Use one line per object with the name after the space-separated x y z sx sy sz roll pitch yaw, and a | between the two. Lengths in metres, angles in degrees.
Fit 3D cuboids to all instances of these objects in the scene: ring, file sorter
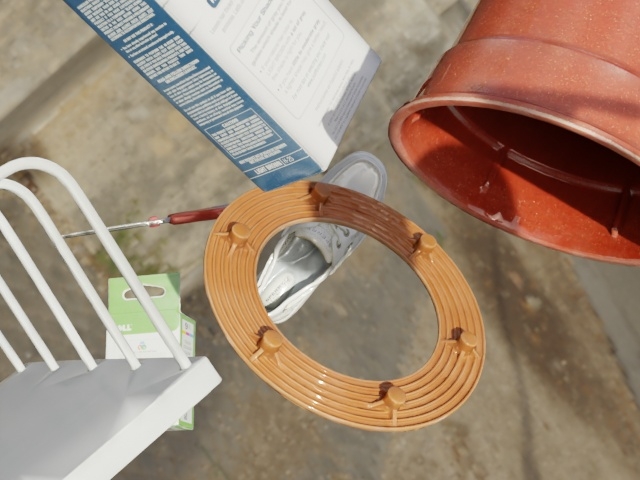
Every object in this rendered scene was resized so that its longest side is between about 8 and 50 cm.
0.036 0.056 1.227 0.337 0.032 0.336 16 45 -17 | ring
-0.239 0.077 0.690 0.193 0.278 0.173 -40 107 -33 | file sorter

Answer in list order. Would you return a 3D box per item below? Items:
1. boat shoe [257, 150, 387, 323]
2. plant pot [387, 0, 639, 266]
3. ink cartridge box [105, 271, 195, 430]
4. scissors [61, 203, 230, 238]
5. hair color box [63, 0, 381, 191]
0.000 0.000 1.531 0.098 0.277 0.096 34 0 1 | boat shoe
0.234 -0.156 0.955 0.272 0.265 0.272 24 -15 7 | plant pot
-0.232 0.155 1.545 0.062 0.109 0.209 44 43 -69 | ink cartridge box
-0.215 -0.031 1.596 0.109 0.297 0.021 5 -77 64 | scissors
-0.108 -0.229 1.132 0.347 0.105 0.174 45 52 -25 | hair color box
